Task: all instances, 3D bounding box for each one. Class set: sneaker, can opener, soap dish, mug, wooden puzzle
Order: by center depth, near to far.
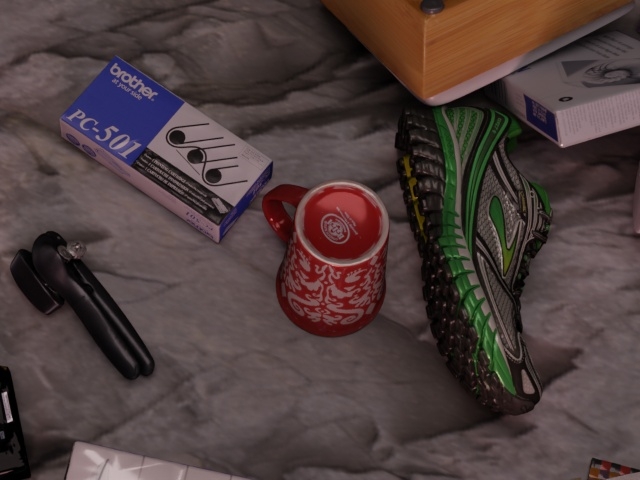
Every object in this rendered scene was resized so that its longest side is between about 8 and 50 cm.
[{"bbox_3d":[-0.001,0.009,1.710,0.150,0.169,0.113,21,68,5],"label":"mug"},{"bbox_3d":[0.289,0.245,1.719,0.083,0.006,0.049,15,68,2],"label":"wooden puzzle"},{"bbox_3d":[0.175,0.009,1.741,0.146,0.134,0.344,-7,68,-7],"label":"sneaker"},{"bbox_3d":[-0.231,0.065,1.742,0.186,0.073,0.059,45,33,11],"label":"can opener"},{"bbox_3d":[0.170,-0.283,1.831,0.291,0.118,0.229,-26,46,-15],"label":"soap dish"}]

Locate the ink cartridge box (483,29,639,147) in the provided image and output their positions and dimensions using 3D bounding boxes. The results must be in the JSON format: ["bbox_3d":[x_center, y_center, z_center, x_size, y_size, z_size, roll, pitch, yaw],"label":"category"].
[{"bbox_3d":[0.307,-0.169,1.793,0.224,0.223,0.045,-15,111,-11],"label":"ink cartridge box"}]

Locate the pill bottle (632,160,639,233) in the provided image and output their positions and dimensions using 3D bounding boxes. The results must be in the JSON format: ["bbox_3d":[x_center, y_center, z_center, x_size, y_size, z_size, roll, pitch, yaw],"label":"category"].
[{"bbox_3d":[0.490,-0.041,1.756,0.323,0.181,0.181,10,67,1],"label":"pill bottle"}]

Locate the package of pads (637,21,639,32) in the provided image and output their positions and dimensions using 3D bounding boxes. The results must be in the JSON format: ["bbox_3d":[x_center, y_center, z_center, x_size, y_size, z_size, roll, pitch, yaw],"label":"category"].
[{"bbox_3d":[0.390,-0.260,1.920,0.050,0.032,0.083,24,67,10],"label":"package of pads"}]

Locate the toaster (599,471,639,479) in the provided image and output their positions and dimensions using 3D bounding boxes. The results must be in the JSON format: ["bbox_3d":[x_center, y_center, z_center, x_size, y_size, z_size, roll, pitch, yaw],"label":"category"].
[{"bbox_3d":[0.323,0.298,1.639,0.168,0.110,0.186,-5,71,-7],"label":"toaster"}]

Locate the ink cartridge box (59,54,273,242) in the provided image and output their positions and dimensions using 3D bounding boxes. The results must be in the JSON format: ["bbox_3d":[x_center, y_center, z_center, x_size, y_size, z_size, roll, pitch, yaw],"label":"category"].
[{"bbox_3d":[-0.161,-0.096,1.810,0.207,0.046,0.097,34,68,11],"label":"ink cartridge box"}]

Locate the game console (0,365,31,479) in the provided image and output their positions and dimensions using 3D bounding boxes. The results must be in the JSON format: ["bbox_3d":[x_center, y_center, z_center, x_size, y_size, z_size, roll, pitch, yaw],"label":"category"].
[{"bbox_3d":[-0.372,0.291,1.640,0.213,0.044,0.361,-12,68,-7],"label":"game console"}]

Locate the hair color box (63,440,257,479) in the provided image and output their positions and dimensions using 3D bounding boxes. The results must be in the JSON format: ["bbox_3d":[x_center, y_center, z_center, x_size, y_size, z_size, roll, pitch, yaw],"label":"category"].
[{"bbox_3d":[-0.087,0.320,1.611,0.338,0.110,0.185,13,69,0],"label":"hair color box"}]
